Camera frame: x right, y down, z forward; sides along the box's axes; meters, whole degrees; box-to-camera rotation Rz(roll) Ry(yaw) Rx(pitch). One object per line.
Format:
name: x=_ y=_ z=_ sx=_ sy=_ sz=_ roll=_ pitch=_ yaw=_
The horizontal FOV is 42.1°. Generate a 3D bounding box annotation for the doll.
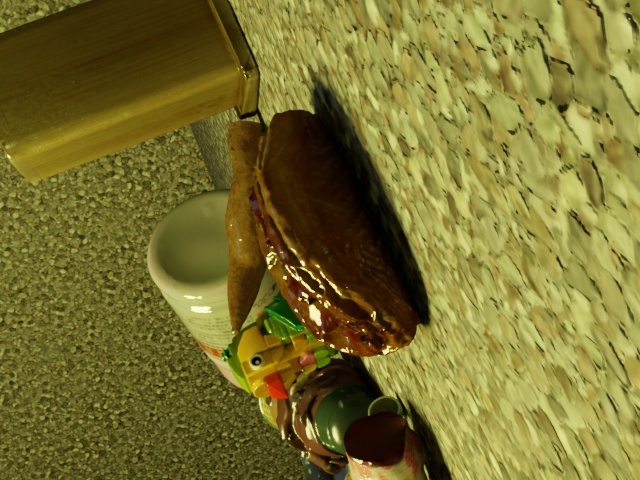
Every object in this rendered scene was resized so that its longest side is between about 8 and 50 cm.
doll: x=-0.042 y=0.117 z=1.073 sx=0.134 sy=0.186 sz=0.106 roll=30 pitch=153 yaw=25

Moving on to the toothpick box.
toothpick box: x=-0.251 y=-0.206 z=1.031 sx=0.190 sy=0.308 sz=0.188 roll=139 pitch=107 yaw=-80

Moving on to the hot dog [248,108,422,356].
hot dog: x=0.002 y=0.000 z=0.710 sx=0.227 sy=0.099 sz=0.160 roll=60 pitch=171 yaw=23

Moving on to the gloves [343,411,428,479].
gloves: x=0.092 y=0.312 z=0.931 sx=0.145 sy=0.126 sz=0.241 roll=-141 pitch=37 yaw=-63

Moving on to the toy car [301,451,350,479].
toy car: x=0.044 y=0.343 z=1.280 sx=0.204 sy=0.056 sz=0.096 roll=-30 pitch=72 yaw=41

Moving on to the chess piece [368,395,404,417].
chess piece: x=0.089 y=0.227 z=0.993 sx=0.042 sy=0.042 sz=0.093 roll=57 pitch=175 yaw=50

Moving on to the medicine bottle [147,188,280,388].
medicine bottle: x=-0.125 y=0.089 z=1.327 sx=0.202 sy=0.202 sz=0.316 roll=60 pitch=176 yaw=39

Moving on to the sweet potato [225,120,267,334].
sweet potato: x=-0.095 y=-0.017 z=1.091 sx=0.067 sy=0.059 sz=0.282 roll=159 pitch=112 yaw=-71

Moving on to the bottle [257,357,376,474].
bottle: x=0.002 y=0.246 z=1.193 sx=0.271 sy=0.143 sz=0.156 roll=-175 pitch=73 yaw=-68
